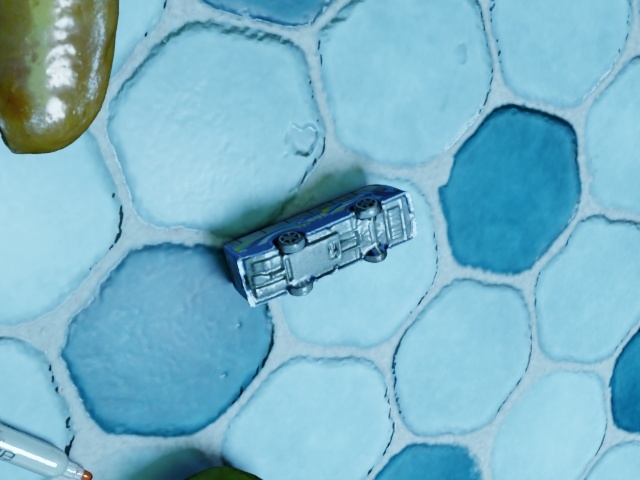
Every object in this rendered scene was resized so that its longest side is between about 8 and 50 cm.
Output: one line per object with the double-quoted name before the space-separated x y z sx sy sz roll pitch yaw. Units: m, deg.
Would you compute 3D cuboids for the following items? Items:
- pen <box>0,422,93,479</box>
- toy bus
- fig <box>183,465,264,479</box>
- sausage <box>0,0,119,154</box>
"pen" -0.247 0.129 0.627 0.218 0.026 0.026 36 86 -35
"toy bus" 0.000 0.000 0.714 0.153 0.061 0.051 -24 118 -22
"fig" -0.084 0.251 0.716 0.153 0.120 0.136 -32 117 -46
"sausage" -0.174 -0.185 0.525 0.108 0.109 0.271 -13 112 -28
